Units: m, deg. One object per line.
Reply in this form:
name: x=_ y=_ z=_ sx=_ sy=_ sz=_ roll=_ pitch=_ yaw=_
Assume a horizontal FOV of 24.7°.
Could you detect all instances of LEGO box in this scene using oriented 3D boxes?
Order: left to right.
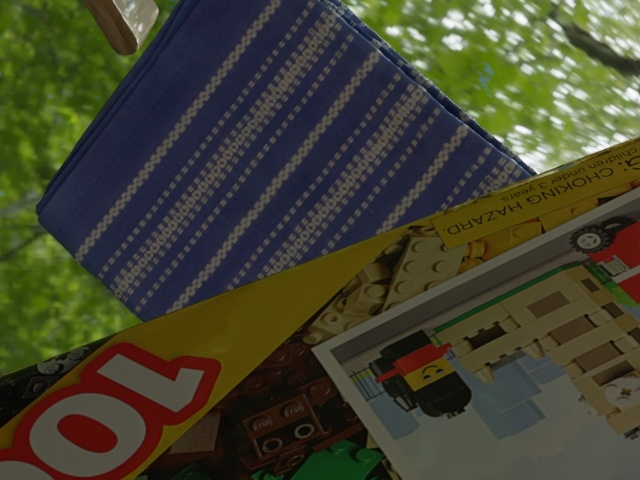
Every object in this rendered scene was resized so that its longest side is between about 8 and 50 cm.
LEGO box: x=0.088 y=0.167 z=0.467 sx=0.500 sy=0.193 sz=0.372 roll=-21 pitch=-143 yaw=-3

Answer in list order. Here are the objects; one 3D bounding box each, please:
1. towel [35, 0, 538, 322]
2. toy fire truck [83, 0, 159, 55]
towel: x=0.000 y=0.000 z=0.907 sx=0.336 sy=0.040 sz=0.243 roll=42 pitch=-78 yaw=11
toy fire truck: x=-0.193 y=-0.152 z=0.624 sx=0.246 sy=0.217 sz=0.158 roll=17 pitch=-40 yaw=-1
